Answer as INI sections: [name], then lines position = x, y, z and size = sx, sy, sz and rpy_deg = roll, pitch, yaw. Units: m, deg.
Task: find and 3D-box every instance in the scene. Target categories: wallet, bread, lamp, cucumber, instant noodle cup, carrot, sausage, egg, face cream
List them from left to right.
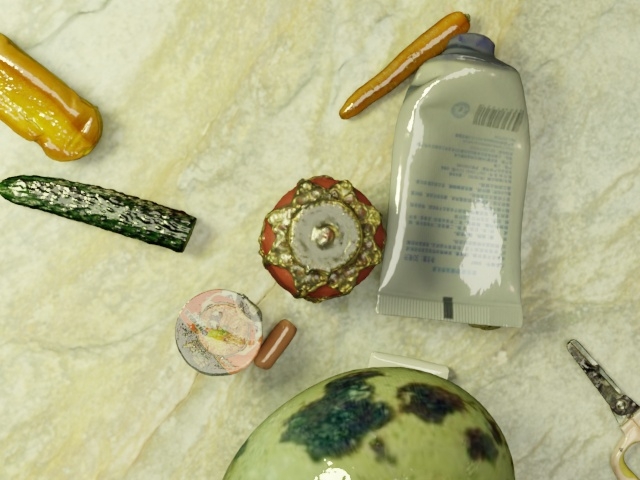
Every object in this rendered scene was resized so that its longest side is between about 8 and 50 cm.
[bread]
position = -0.419, -0.207, 1.721
size = 0.245, 0.094, 0.102
rpy_deg = 39, 93, -8
[cucumber]
position = -0.326, -0.049, 1.754
size = 0.293, 0.067, 0.068
rpy_deg = 16, 91, -6
[instant noodle cup]
position = -0.149, 0.124, 1.750
size = 0.127, 0.135, 0.127
rpy_deg = 0, 94, -8
[sausage]
position = -0.068, 0.156, 1.814
size = 0.034, 0.034, 0.083
rpy_deg = 37, 87, -8
[lamp]
position = 0.000, 0.000, 1.695
size = 0.177, 0.274, 0.177
rpy_deg = 0, 85, -2
[egg]
position = 0.059, 0.356, 1.690
size = 0.427, 0.345, 0.345
rpy_deg = -18, 95, 6
[carrot]
position = 0.125, -0.261, 1.817
size = 0.248, 0.043, 0.043
rpy_deg = -38, 97, -3
[wallet]
position = 0.130, 0.208, 1.850
size = 0.122, 0.025, 0.061
rpy_deg = 13, 98, -9
[face cream]
position = 0.206, -0.091, 1.767
size = 0.234, 0.137, 0.420
rpy_deg = 7, 84, -20

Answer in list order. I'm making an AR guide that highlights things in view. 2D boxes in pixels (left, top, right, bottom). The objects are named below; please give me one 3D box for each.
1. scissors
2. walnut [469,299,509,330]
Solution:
[scissors]
position = 0.485, 0.278, 1.901
size = 0.160, 0.024, 0.317
rpy_deg = -41, 97, -4
[walnut]
position = 0.254, 0.092, 1.833
size = 0.092, 0.092, 0.092
rpy_deg = 0, 93, -8
